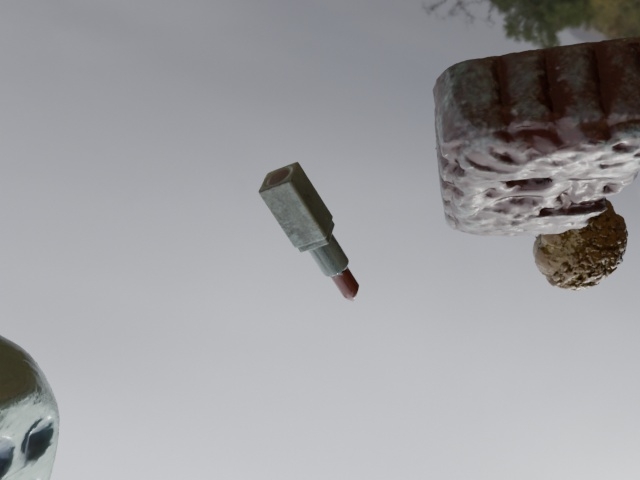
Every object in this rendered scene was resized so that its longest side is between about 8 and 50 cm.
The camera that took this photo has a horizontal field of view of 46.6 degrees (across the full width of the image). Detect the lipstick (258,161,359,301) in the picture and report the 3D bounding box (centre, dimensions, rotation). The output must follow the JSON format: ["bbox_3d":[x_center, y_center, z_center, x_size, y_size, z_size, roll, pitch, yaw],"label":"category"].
[{"bbox_3d":[-0.001,0.000,0.583,0.129,0.030,0.030,57,-150,-28],"label":"lipstick"}]

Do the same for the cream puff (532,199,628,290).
[{"bbox_3d":[0.414,0.012,1.172,0.150,0.165,0.115,-28,-128,-10],"label":"cream puff"}]

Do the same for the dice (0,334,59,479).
[{"bbox_3d":[-0.491,0.253,0.865,0.263,0.264,0.268,19,-168,17],"label":"dice"}]

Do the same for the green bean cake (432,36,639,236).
[{"bbox_3d":[0.204,-0.080,0.688,0.199,0.232,0.097,-4,-113,5],"label":"green bean cake"}]
